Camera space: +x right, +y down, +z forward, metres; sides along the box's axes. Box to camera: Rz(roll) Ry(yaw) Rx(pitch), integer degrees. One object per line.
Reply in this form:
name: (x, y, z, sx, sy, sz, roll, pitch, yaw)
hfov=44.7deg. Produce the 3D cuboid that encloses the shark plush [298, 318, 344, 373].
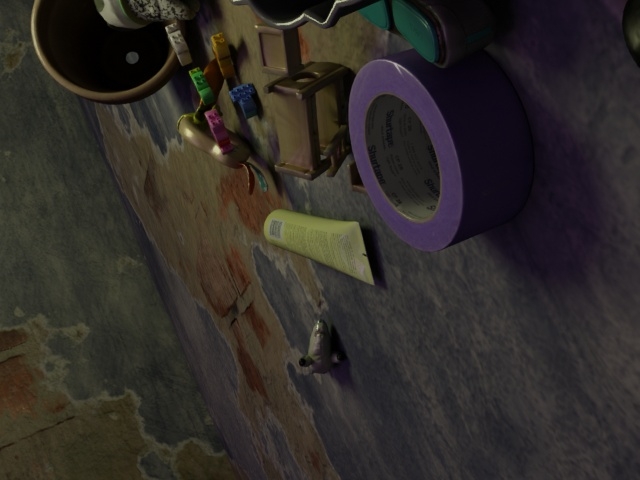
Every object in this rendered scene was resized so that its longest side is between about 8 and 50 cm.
shark plush: (0.006, 0.188, 1.318, 0.161, 0.073, 0.067, 67, -167, -65)

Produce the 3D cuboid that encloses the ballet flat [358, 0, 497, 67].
ballet flat: (0.083, -0.218, 0.702, 0.213, 0.068, 0.072, 54, 165, 45)

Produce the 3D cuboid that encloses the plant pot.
plant pot: (-0.371, -0.364, 1.443, 0.229, 0.263, 0.262, 153, 96, -85)

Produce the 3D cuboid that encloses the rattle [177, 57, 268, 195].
rattle: (-0.133, -0.182, 1.269, 0.200, 0.142, 0.130, 41, -175, 41)

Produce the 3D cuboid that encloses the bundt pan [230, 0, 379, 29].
bundt pan: (0.008, -0.337, 0.599, 0.331, 0.124, 0.330, 31, 132, 42)

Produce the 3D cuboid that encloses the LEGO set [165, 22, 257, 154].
LEGO set: (-0.164, -0.262, 1.212, 0.227, 0.087, 0.093, 63, 173, 14)

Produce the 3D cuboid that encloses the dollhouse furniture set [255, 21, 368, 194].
dollhouse furniture set: (0.029, -0.164, 0.892, 0.161, 0.101, 0.181, 18, 129, 32)

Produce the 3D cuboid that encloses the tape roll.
tape roll: (0.108, -0.089, 0.741, 0.189, 0.080, 0.188, 51, 153, 40)

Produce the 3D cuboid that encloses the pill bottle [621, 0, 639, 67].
pill bottle: (0.230, -0.152, 0.333, 0.122, 0.123, 0.219, 62, 158, 17)

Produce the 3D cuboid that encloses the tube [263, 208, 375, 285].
tube: (0.000, 0.000, 1.122, 0.070, 0.062, 0.240, 30, 173, -32)

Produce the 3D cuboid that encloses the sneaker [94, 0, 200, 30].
sneaker: (-0.250, -0.520, 1.186, 0.182, 0.158, 0.410, 14, 123, 23)
